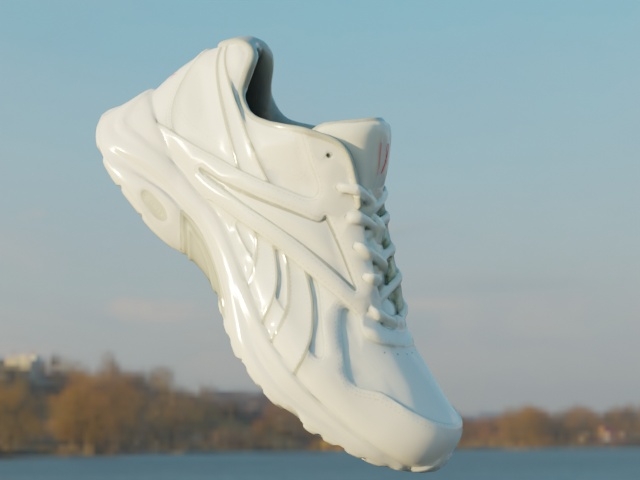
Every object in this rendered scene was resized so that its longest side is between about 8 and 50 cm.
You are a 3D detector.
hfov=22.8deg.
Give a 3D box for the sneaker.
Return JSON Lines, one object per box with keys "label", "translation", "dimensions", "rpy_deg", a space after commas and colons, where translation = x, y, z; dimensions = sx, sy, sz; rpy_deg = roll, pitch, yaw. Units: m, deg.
{"label": "sneaker", "translation": [0.000, 0.000, 0.735], "dimensions": [0.115, 0.232, 0.090], "rpy_deg": [-41, -7, 14]}
